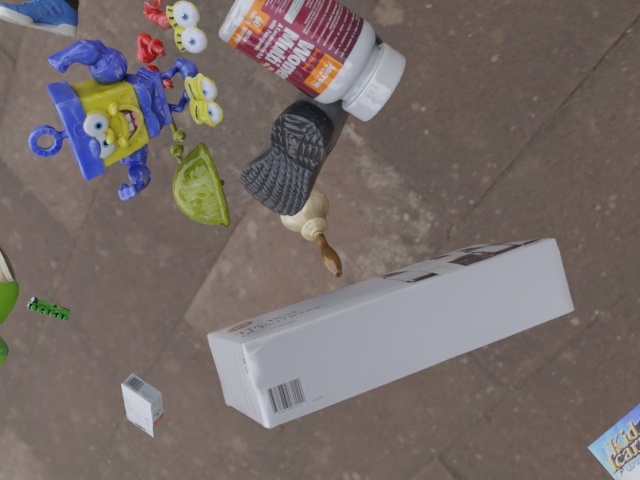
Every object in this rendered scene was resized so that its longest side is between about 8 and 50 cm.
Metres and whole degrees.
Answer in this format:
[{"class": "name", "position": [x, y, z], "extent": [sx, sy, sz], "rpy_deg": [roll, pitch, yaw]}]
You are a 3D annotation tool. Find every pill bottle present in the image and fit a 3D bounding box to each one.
[{"class": "pill bottle", "position": [-0.008, -0.252, 1.018], "extent": [0.221, 0.121, 0.121], "rpy_deg": [30, 132, -15]}]

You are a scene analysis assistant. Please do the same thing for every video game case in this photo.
[{"class": "video game case", "position": [0.712, 0.421, 1.563], "extent": [0.269, 0.061, 0.244], "rpy_deg": [-47, 53, 15]}]

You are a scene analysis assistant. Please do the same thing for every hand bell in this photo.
[{"class": "hand bell", "position": [0.000, 0.000, 1.868], "extent": [0.242, 0.126, 0.126], "rpy_deg": [-118, 36, -46]}]

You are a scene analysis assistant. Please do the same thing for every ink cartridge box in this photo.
[{"class": "ink cartridge box", "position": [-0.289, 0.271, 1.302], "extent": [0.063, 0.029, 0.115], "rpy_deg": [30, 142, 18]}]

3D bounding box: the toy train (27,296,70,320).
[{"class": "toy train", "position": [-0.476, 0.120, 1.398], "extent": [0.017, 0.083, 0.023], "rpy_deg": [4, 72, 41]}]

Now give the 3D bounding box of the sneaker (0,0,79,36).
[{"class": "sneaker", "position": [-0.479, -0.405, 1.355], "extent": [0.058, 0.152, 0.084], "rpy_deg": [16, 100, 41]}]

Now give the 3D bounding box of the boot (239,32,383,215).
[{"class": "boot", "position": [-0.005, -0.182, 1.273], "extent": [0.118, 0.222, 0.338], "rpy_deg": [36, 153, -7]}]

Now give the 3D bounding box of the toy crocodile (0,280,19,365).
[{"class": "toy crocodile", "position": [-0.530, 0.165, 1.040], "extent": [0.115, 0.340, 0.105], "rpy_deg": [42, 171, 23]}]

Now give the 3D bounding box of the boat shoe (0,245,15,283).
[{"class": "boat shoe", "position": [-0.422, 0.002, 0.972], "extent": [0.135, 0.045, 0.050], "rpy_deg": [53, 162, 9]}]

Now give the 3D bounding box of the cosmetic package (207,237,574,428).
[{"class": "cosmetic package", "position": [0.049, 0.057, 0.563], "extent": [0.099, 0.239, 0.060], "rpy_deg": [-13, 93, 68]}]

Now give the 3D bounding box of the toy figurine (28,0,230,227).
[{"class": "toy figurine", "position": [-0.258, -0.144, 0.996], "extent": [0.191, 0.217, 0.362], "rpy_deg": [40, 149, 41]}]
